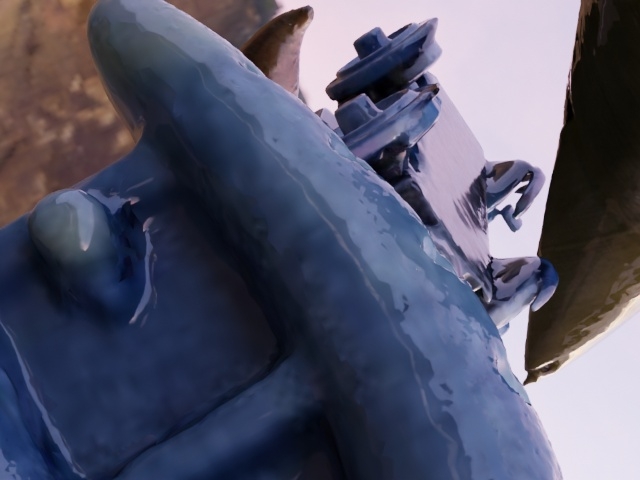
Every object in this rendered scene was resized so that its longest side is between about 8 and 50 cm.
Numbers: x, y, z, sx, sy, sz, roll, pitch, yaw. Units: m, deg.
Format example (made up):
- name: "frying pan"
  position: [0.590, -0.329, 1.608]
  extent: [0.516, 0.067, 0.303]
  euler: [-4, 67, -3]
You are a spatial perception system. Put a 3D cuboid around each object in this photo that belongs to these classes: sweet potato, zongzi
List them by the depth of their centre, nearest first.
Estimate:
- name: "zongzi"
  position: [0.147, -0.076, 0.614]
  extent: [0.145, 0.300, 0.274]
  euler: [38, 2, 27]
- name: "sweet potato"
  position: [-0.058, -0.035, 1.291]
  extent: [0.106, 0.095, 0.354]
  euler: [9, -68, 19]

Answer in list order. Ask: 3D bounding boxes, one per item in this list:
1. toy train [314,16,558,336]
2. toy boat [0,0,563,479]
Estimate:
- name: "toy train"
  position: [0.000, 0.000, 0.716]
  extent: [0.131, 0.202, 0.299]
  euler: [55, 14, -9]
- name: "toy boat"
  position: [-0.043, 0.067, 0.476]
  extent: [0.330, 0.215, 0.123]
  euler: [59, -4, 16]
